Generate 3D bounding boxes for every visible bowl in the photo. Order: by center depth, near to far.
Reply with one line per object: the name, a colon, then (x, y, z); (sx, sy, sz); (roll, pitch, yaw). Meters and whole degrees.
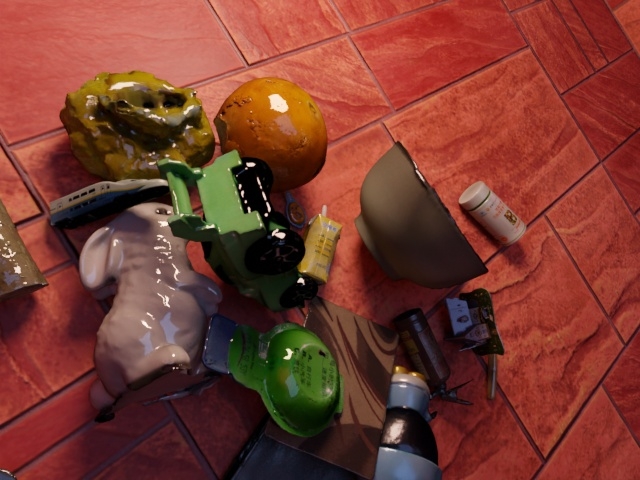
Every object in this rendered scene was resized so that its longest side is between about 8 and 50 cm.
bowl: (0.199, -0.028, 1.069); (0.185, 0.354, 0.354); (-35, 93, 13)

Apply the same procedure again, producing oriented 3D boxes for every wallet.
wallet: (-0.005, 0.508, 0.918); (0.379, 0.046, 0.191); (41, 62, -12)

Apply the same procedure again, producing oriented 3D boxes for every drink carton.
drink carton: (0.000, 0.000, 1.062); (0.084, 0.074, 0.200); (24, 66, -19)

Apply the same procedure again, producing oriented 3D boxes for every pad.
pad: (0.040, 0.275, 0.954); (0.220, 0.004, 0.330); (24, 47, -4)

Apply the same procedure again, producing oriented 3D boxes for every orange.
orange: (-0.101, -0.214, 0.987); (0.240, 0.240, 0.240); (8, 71, -25)

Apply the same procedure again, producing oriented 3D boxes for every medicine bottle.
medicine bottle: (0.478, -0.073, 1.320); (0.183, 0.086, 0.086); (41, 61, -10)

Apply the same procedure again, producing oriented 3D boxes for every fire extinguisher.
fire extinguisher: (0.266, 0.277, 1.093); (0.252, 0.106, 0.075); (64, 25, 2)

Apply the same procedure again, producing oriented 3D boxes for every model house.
model house: (0.360, 0.206, 1.160); (0.088, 0.117, 0.167); (-7, 81, -25)

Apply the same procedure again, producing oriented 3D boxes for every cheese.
cheese: (-0.068, 0.225, 0.835); (0.320, 0.083, 0.204); (32, 44, -32)
cheese: (-0.063, -0.081, 1.087); (0.047, 0.017, 0.111); (-18, 83, -33)

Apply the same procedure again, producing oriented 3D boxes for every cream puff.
cream puff: (-0.332, -0.214, 0.896); (0.281, 0.185, 0.282); (7, 75, -26)

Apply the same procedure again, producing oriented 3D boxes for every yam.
yam: (-0.552, -0.020, 0.777); (0.093, 0.093, 0.259); (-28, 88, -31)

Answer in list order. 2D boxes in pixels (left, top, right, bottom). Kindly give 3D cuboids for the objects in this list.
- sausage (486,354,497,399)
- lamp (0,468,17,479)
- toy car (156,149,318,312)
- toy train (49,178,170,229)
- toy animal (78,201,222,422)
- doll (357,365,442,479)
sausage: (0.437, 0.336, 1.209); (0.024, 0.024, 0.132); (19, 68, -21)
lamp: (-0.459, 0.519, 0.587); (0.272, 0.205, 0.374); (39, 50, -7)
toy car: (-0.131, -0.005, 0.856); (0.176, 0.359, 0.213); (-22, 56, -4)
toy train: (-0.362, -0.076, 0.826); (0.052, 0.233, 0.051); (20, 54, -70)
toy animal: (-0.306, 0.100, 0.831); (0.257, 0.194, 0.357); (-18, 66, -7)
doll: (0.162, 0.414, 0.969); (0.177, 0.141, 0.314); (22, 47, -6)
